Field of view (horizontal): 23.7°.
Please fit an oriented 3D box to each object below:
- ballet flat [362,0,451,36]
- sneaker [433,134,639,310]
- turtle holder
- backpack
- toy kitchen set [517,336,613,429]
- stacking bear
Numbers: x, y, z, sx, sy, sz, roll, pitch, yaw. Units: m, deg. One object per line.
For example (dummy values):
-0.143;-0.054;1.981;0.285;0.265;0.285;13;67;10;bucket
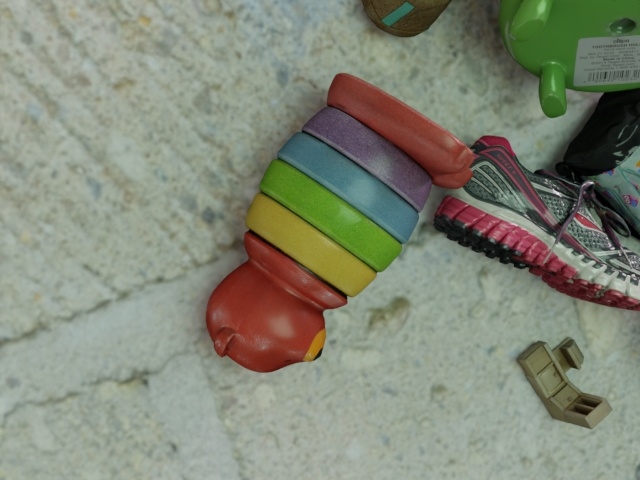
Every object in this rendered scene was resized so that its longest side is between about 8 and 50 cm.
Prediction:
0.152;-0.360;1.533;0.116;0.124;0.342;34;78;-14;ballet flat
0.268;-0.006;1.589;0.299;0.121;0.112;26;82;-20;sneaker
0.274;-0.291;1.497;0.320;0.243;0.227;33;47;-47;turtle holder
0.362;-0.071;1.631;0.182;0.115;0.152;45;72;-20;backpack
0.270;0.142;1.616;0.068;0.075;0.083;-39;109;-18;toy kitchen set
0.000;0.000;1.465;0.164;0.175;0.289;34;88;8;stacking bear
